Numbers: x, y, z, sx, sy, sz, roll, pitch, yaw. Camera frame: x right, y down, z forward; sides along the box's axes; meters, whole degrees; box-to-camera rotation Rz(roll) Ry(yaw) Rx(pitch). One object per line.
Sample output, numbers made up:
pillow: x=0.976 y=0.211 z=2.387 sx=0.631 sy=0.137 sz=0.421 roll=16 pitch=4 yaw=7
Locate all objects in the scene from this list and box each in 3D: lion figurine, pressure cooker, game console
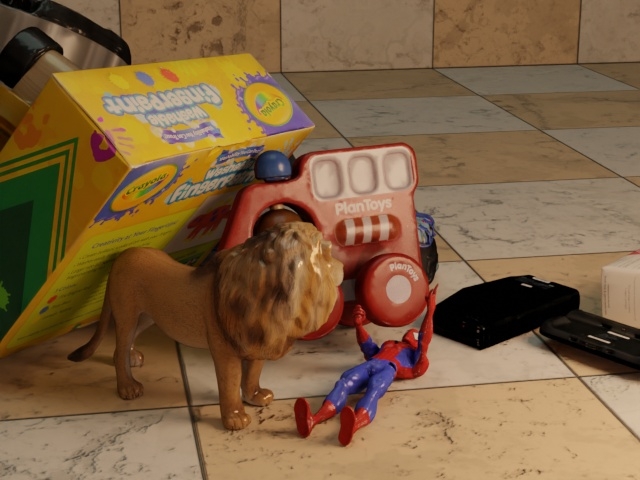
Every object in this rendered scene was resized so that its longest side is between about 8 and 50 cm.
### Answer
lion figurine: x=-0.158 y=0.079 z=1.501 sx=0.392 sy=0.240 sz=0.142 roll=8 pitch=18 yaw=25
pressure cooker: x=-0.569 y=-0.214 z=2.224 sx=0.375 sy=0.421 sz=0.370 roll=19 pitch=-7 yaw=-11
game console: x=0.328 y=0.123 z=1.702 sx=0.213 sy=0.044 sz=0.361 roll=-16 pitch=22 yaw=-38

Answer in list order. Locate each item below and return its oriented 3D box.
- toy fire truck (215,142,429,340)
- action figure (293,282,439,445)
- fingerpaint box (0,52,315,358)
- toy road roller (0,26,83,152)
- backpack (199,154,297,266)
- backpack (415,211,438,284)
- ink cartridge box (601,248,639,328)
toy fire truck: x=0.000 y=0.000 z=1.675 sx=0.302 sy=0.254 sz=0.169 roll=-7 pitch=-1 yaw=-22
action figure: x=0.068 y=0.133 z=1.515 sx=0.091 sy=0.139 sz=0.280 roll=9 pitch=17 yaw=24
fingerpaint box: x=-0.265 y=-0.059 z=1.663 sx=0.163 sy=0.371 sz=0.445 roll=48 pitch=29 yaw=11
toy road roller: x=-0.402 y=-0.133 z=1.813 sx=0.202 sy=0.241 sz=0.329 roll=38 pitch=-10 yaw=10
backpack: x=-0.150 y=-0.056 z=2.006 sx=0.276 sy=0.213 sz=0.263 roll=-20 pitch=16 yaw=-34
backpack: x=0.113 y=0.011 z=1.945 sx=0.158 sy=0.117 sz=0.173 roll=5 pitch=15 yaw=14
ink cartridge box: x=0.529 y=0.072 z=1.751 sx=0.217 sy=0.092 sz=0.158 roll=8 pitch=18 yaw=39
